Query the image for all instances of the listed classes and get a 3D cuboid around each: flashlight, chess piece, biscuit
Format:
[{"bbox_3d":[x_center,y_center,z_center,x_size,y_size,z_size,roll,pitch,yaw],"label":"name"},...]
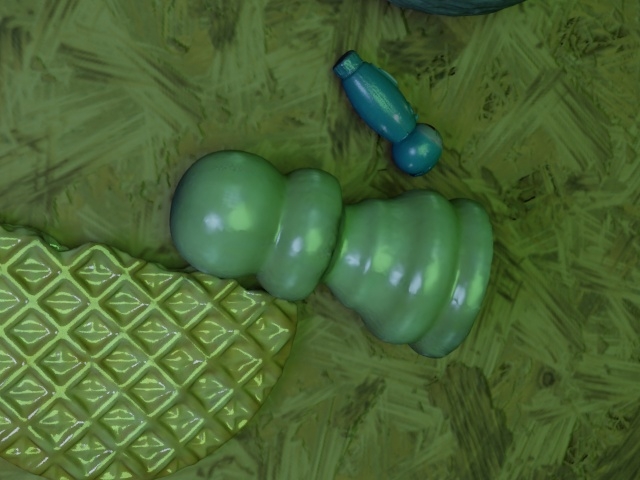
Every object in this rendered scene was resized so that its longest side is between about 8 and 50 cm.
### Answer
[{"bbox_3d":[0.059,-0.112,0.786,0.051,0.051,0.129,-47,105,-10],"label":"flashlight"},{"bbox_3d":[0.000,0.000,0.733,0.251,0.144,0.144,16,89,-16],"label":"chess piece"},{"bbox_3d":[-0.178,0.101,0.723,0.309,0.040,0.204,17,89,-20],"label":"biscuit"}]

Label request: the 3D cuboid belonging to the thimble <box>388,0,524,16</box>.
[{"bbox_3d":[0.129,-0.292,0.728,0.250,0.172,0.205,-22,104,-19],"label":"thimble"}]
